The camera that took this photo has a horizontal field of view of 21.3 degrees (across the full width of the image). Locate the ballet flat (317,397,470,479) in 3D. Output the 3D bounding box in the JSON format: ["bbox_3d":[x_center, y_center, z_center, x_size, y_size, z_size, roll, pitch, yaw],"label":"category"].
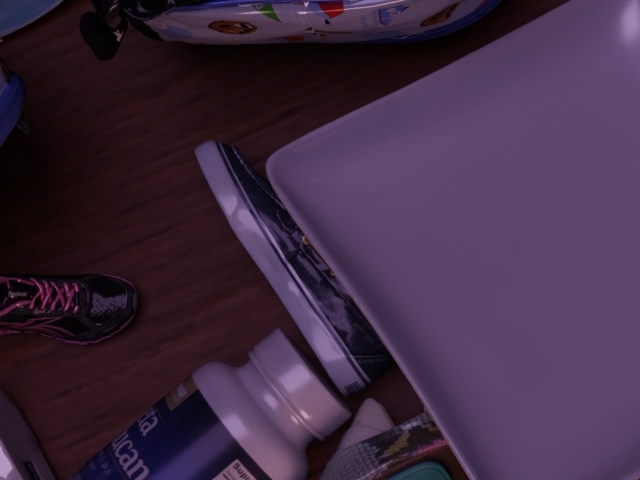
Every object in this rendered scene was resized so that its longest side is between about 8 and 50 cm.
[{"bbox_3d":[0.069,0.116,1.011,0.221,0.077,0.079,-28,56,-1],"label":"ballet flat"}]

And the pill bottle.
[{"bbox_3d":[-0.067,0.132,1.014,0.169,0.094,0.094,-40,74,0],"label":"pill bottle"}]

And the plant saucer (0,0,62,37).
[{"bbox_3d":[-0.271,-0.276,1.089,0.317,0.044,0.318,-1,116,-3],"label":"plant saucer"}]

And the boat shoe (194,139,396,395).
[{"bbox_3d":[0.000,0.000,1.051,0.083,0.065,0.183,-34,79,-2],"label":"boat shoe"}]

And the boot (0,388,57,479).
[{"bbox_3d":[-0.196,0.188,1.048,0.086,0.069,0.190,-35,67,10],"label":"boot"}]

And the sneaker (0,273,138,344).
[{"bbox_3d":[-0.176,0.039,1.076,0.119,0.057,0.047,-2,75,9],"label":"sneaker"}]

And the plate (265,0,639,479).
[{"bbox_3d":[0.151,0.003,0.990,0.277,0.045,0.278,-28,65,-14],"label":"plate"}]

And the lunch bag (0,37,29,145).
[{"bbox_3d":[-0.309,-0.028,1.032,0.115,0.243,0.303,44,80,-23],"label":"lunch bag"}]

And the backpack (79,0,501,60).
[{"bbox_3d":[0.006,-0.230,1.023,0.263,0.213,0.277,4,87,17],"label":"backpack"}]
